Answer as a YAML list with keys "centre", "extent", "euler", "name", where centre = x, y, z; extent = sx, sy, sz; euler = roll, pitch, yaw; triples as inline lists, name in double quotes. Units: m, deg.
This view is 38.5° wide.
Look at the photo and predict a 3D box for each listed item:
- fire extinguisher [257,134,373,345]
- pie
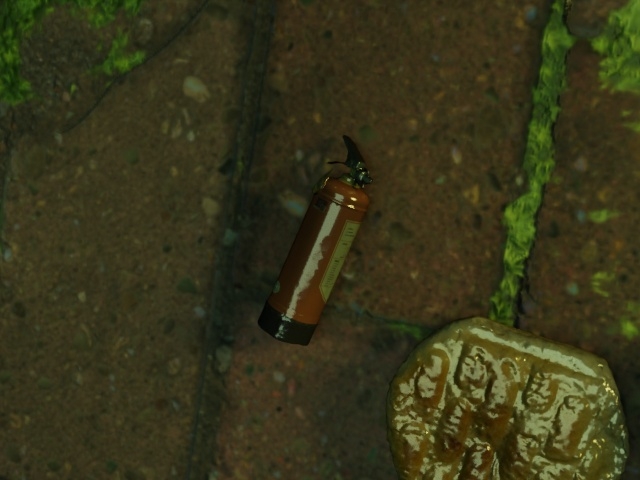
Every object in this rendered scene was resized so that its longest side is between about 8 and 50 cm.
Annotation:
- centre: [0.000, 0.000, 0.773]
  extent: [0.062, 0.050, 0.177]
  euler: [35, 105, 51]
  name: "fire extinguisher"
- centre: [0.145, 0.157, 0.740]
  extent: [0.195, 0.046, 0.195]
  euler: [1, 92, 16]
  name: "pie"
